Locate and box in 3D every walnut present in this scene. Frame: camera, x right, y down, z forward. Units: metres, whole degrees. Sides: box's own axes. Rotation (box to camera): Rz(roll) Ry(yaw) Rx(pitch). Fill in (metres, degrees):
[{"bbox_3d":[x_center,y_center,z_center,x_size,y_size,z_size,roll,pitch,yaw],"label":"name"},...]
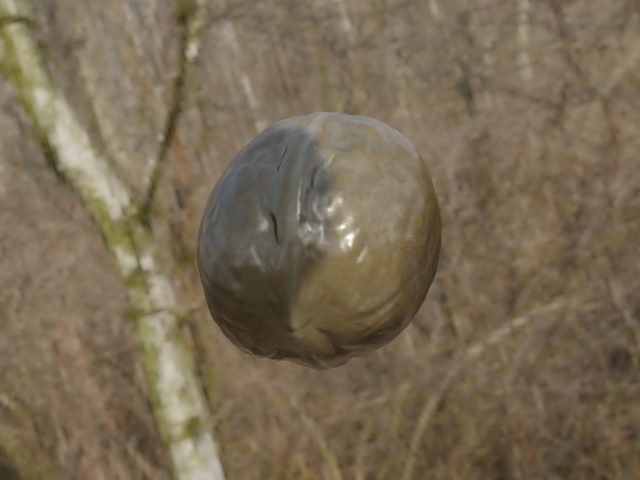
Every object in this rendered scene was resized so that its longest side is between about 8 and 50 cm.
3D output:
[{"bbox_3d":[0.000,-0.001,0.962,0.140,0.140,0.162,-16,26,23],"label":"walnut"}]
